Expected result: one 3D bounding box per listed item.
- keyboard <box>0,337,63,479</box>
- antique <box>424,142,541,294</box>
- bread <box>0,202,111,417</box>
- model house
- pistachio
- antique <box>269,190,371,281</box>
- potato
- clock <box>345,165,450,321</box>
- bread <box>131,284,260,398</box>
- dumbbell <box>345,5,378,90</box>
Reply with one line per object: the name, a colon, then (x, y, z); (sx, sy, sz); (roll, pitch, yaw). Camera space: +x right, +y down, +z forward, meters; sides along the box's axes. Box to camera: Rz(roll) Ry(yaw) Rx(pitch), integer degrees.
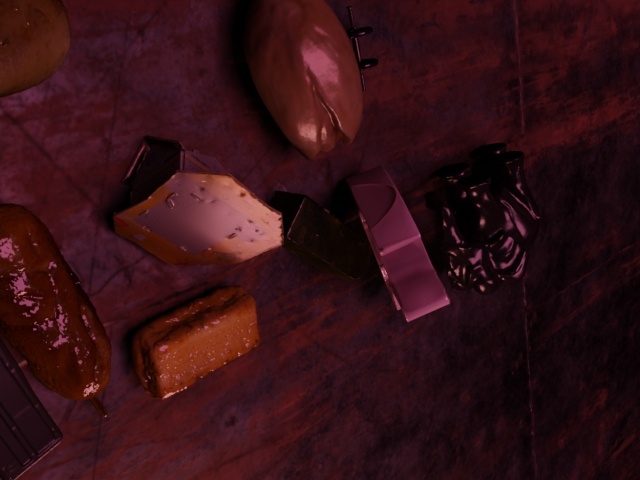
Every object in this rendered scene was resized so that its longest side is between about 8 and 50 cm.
keyboard: (-0.448, 0.147, 0.895); (0.103, 0.041, 0.381); (-39, 129, -33)
antique: (0.354, -0.044, 1.517); (0.322, 0.185, 0.255); (-30, 116, -41)
bread: (-0.350, 0.105, 0.941); (0.124, 0.084, 0.344); (-39, 123, -32)
model house: (-0.168, -0.069, 1.053); (0.219, 0.207, 0.136); (33, 38, -42)
pistachio: (-0.026, -0.271, 1.132); (0.162, 0.181, 0.293); (-25, 117, 3)
antique: (0.000, 0.000, 1.260); (0.221, 0.080, 0.081); (35, 74, -43)
potato: (-0.408, -0.240, 0.747); (0.307, 0.210, 0.173); (-7, 129, -50)
clock: (0.149, 0.044, 1.277); (0.080, 0.290, 0.275); (-22, 126, 2)
bread: (-0.188, 0.150, 1.104); (0.211, 0.083, 0.114); (-24, 119, -39)
dumbbell: (0.064, -0.336, 1.264); (0.069, 0.069, 0.147); (-29, 117, -37)
